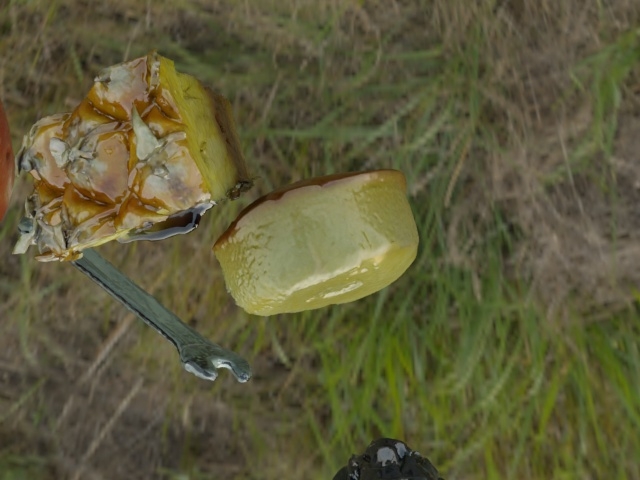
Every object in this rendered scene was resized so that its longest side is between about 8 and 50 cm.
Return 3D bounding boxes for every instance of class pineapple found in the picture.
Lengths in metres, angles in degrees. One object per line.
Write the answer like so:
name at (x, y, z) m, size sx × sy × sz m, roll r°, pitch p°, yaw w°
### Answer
pineapple at (-0.130, -0.054, 1.178) m, size 0.186 × 0.236 × 0.114 m, roll -13°, pitch 85°, yaw -30°

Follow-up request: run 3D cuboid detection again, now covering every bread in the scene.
bread at (0.009, -0.004, 1.179) m, size 0.125 × 0.156 × 0.086 m, roll -29°, pitch 75°, yaw 37°

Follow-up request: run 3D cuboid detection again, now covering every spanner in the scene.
spanner at (-0.170, 0.048, 1.480) m, size 0.071 × 0.302 × 0.017 m, roll -3°, pitch 120°, yaw -48°

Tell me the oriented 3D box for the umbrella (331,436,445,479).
umbrella at (0.082, 0.344, 1.500) m, size 0.154 × 0.336 × 0.128 m, roll 23°, pitch 130°, yaw -39°

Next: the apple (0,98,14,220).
apple at (-0.409, -0.101, 1.322) m, size 0.277 × 0.348 × 0.348 m, roll -27°, pitch 122°, yaw -18°
